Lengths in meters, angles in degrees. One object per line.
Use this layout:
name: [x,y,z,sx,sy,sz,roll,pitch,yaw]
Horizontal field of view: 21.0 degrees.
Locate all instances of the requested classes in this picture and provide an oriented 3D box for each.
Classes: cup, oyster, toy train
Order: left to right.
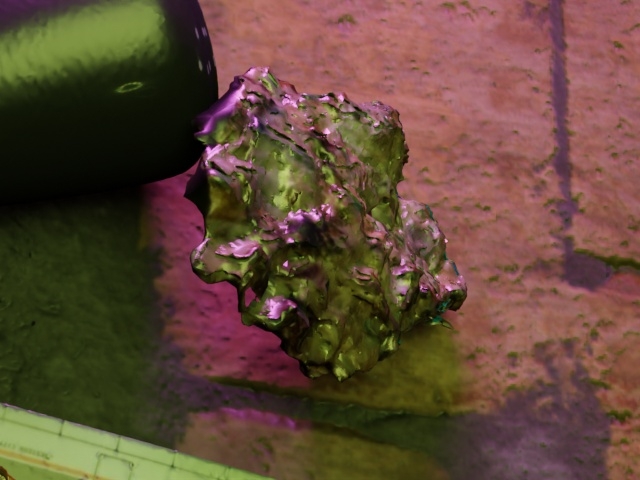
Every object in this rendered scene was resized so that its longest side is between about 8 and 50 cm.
cup: [-0.177,-0.118,1.099,0.176,0.169,0.223,-21,42,-18]
toy train: [-0.118,0.166,1.034,0.407,0.086,0.088,18,70,-11]
oyster: [0.007,-0.002,1.098,0.259,0.092,0.198,44,44,-51]

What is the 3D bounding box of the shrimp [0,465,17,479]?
shrimp: [-0.194,0.200,0.973,0.124,0.034,0.178,-15,98,6]
